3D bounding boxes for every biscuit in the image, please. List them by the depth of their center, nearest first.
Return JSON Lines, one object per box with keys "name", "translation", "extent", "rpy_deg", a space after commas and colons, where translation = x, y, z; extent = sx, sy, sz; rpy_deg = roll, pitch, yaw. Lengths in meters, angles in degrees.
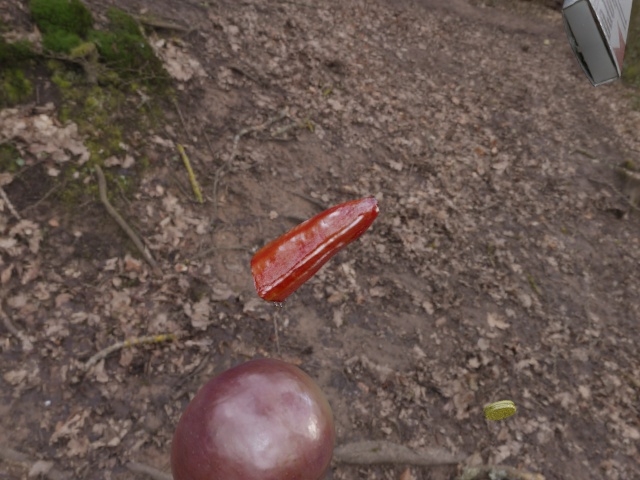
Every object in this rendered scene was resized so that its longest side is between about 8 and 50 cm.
{"name": "biscuit", "translation": [0.473, 0.450, 1.300], "extent": [0.084, 0.084, 0.023], "rpy_deg": [3, 47, -16]}

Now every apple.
{"name": "apple", "translation": [-0.105, 0.350, 0.845], "extent": [0.235, 0.306, 0.305], "rpy_deg": [38, 35, 25]}

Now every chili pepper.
{"name": "chili pepper", "translation": [-0.002, 0.001, 0.556], "extent": [0.065, 0.169, 0.088], "rpy_deg": [41, 27, -28]}

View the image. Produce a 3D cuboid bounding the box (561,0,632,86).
{"name": "box", "translation": [0.334, -0.286, 0.588], "extent": [0.036, 0.115, 0.178], "rpy_deg": [-7, 48, 46]}
